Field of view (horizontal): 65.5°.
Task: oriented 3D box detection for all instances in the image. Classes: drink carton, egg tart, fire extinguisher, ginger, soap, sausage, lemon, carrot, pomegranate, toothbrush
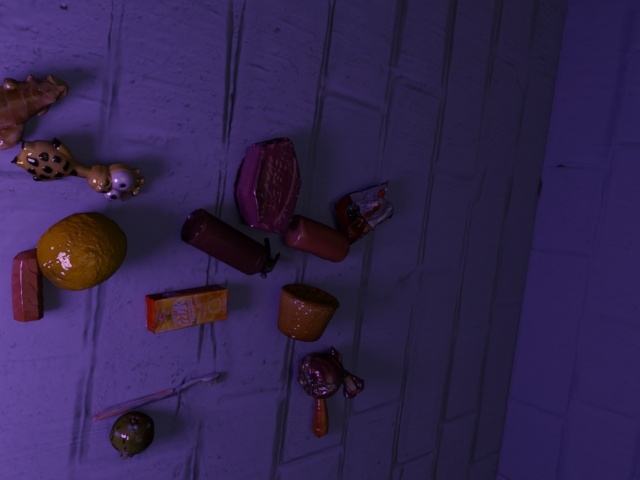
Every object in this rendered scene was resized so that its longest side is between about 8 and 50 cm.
[{"bbox_3d":[-0.373,0.189,1.399,0.222,0.071,0.096,-6,102,-40],"label":"drink carton"},{"bbox_3d":[-0.048,0.239,1.620,0.202,0.202,0.147,8,101,-42],"label":"egg tart"},{"bbox_3d":[-0.242,0.010,1.471,0.337,0.106,0.147,34,50,-41],"label":"fire extinguisher"},{"bbox_3d":[-0.649,-0.296,1.063,0.115,0.081,0.205,44,75,-23],"label":"ginger"},{"bbox_3d":[-0.155,-0.174,1.503,0.182,0.112,0.289,18,84,-45],"label":"soap"},{"bbox_3d":[0.000,0.000,1.670,0.259,0.113,0.114,21,84,-41],"label":"sausage"},{"bbox_3d":[-0.663,0.096,1.129,0.065,0.065,0.170,-4,100,-41],"label":"sausage"},{"bbox_3d":[-0.544,0.023,1.141,0.193,0.180,0.181,-29,124,-79],"label":"lemon"},{"bbox_3d":[0.004,0.601,1.817,0.061,0.061,0.257,-1,96,-41],"label":"carrot"},{"bbox_3d":[-0.503,0.527,1.328,0.114,0.114,0.142,-5,126,-41],"label":"pomegranate"},{"bbox_3d":[-0.449,0.438,1.405,0.375,0.028,0.037,-8,110,-41],"label":"toothbrush"}]

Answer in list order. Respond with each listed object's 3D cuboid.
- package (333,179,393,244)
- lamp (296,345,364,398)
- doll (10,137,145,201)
[{"bbox_3d":[0.162,-0.111,1.828,0.269,0.071,0.194,-30,115,-20],"label":"package"},{"bbox_3d":[0.030,0.474,1.732,0.223,0.151,0.215,-26,74,-26],"label":"lamp"},{"bbox_3d":[-0.555,-0.160,1.168,0.291,0.086,0.117,18,126,-44],"label":"doll"}]
